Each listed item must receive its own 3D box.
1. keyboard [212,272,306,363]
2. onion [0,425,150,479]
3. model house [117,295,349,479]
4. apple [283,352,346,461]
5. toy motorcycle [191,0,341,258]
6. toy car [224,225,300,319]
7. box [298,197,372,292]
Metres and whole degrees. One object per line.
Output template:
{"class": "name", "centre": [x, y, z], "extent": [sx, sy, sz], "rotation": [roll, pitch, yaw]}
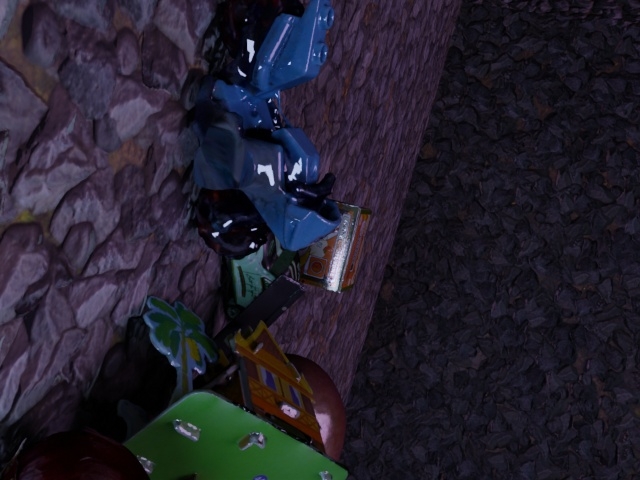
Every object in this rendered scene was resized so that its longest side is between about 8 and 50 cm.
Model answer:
{"class": "keyboard", "centre": [-0.126, 0.147, 1.066], "extent": [0.231, 0.023, 0.072], "rotation": [-45, 129, 14]}
{"class": "onion", "centre": [-0.249, 0.357, 0.587], "extent": [0.314, 0.232, 0.313], "rotation": [-167, -90, -71]}
{"class": "model house", "centre": [-0.176, 0.249, 0.905], "extent": [0.242, 0.312, 0.358], "rotation": [-41, 127, 11]}
{"class": "apple", "centre": [-0.089, 0.392, 1.221], "extent": [0.235, 0.306, 0.305], "rotation": [1, 105, -50]}
{"class": "toy motorcycle", "centre": [-0.060, -0.156, 0.850], "extent": [0.172, 0.232, 0.416], "rotation": [-24, 128, -67]}
{"class": "toy car", "centre": [-0.105, 0.046, 1.101], "extent": [0.136, 0.125, 0.305], "rotation": [-58, 159, -46]}
{"class": "box", "centre": [0.000, 0.000, 1.320], "extent": [0.148, 0.178, 0.194], "rotation": [-1, 106, -73]}
